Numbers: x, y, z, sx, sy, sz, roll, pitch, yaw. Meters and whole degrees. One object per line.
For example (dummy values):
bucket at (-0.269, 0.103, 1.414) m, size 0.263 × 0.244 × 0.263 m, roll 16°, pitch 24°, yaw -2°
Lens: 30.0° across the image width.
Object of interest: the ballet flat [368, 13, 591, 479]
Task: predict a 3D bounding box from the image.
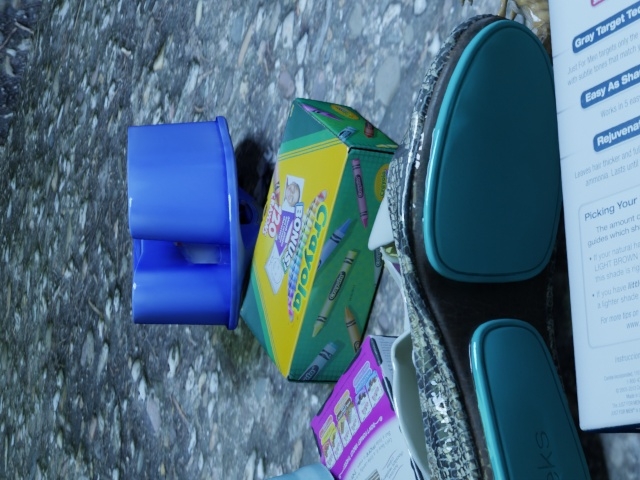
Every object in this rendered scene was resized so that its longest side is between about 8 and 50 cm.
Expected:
ballet flat at (0.118, 0.060, 1.001) m, size 0.182 × 0.164 × 0.483 m, roll -23°, pitch 68°, yaw 56°

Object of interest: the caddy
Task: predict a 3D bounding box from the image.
caddy at (-0.157, -0.025, 1.546) m, size 0.341 × 0.179 × 0.241 m, roll -110°, pitch 19°, yaw -66°

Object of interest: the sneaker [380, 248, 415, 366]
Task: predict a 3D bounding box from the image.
sneaker at (0.113, 0.035, 1.134) m, size 0.084 × 0.069 × 0.186 m, roll -35°, pitch 60°, yaw 46°

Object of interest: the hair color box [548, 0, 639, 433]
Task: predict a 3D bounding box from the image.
hair color box at (0.255, -0.050, 0.810) m, size 0.174 × 0.105 × 0.347 m, roll -24°, pitch 64°, yaw 60°

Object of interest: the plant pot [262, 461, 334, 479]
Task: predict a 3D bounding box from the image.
plant pot at (-0.070, 0.386, 1.193) m, size 0.293 × 0.196 × 0.293 m, roll 171°, pitch 90°, yaw -77°

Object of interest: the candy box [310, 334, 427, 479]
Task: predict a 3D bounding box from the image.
candy box at (0.076, 0.230, 1.157) m, size 0.159 × 0.071 × 0.233 m, roll -60°, pitch 35°, yaw 41°

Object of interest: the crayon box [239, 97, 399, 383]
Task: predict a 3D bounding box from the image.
crayon box at (0.000, 0.000, 1.337) m, size 0.165 × 0.081 × 0.278 m, roll 47°, pitch 126°, yaw 57°

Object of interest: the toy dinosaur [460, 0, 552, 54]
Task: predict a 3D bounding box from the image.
toy dinosaur at (0.177, -0.260, 1.074) m, size 0.112 × 0.064 × 0.212 m, roll -11°, pitch 85°, yaw 44°
